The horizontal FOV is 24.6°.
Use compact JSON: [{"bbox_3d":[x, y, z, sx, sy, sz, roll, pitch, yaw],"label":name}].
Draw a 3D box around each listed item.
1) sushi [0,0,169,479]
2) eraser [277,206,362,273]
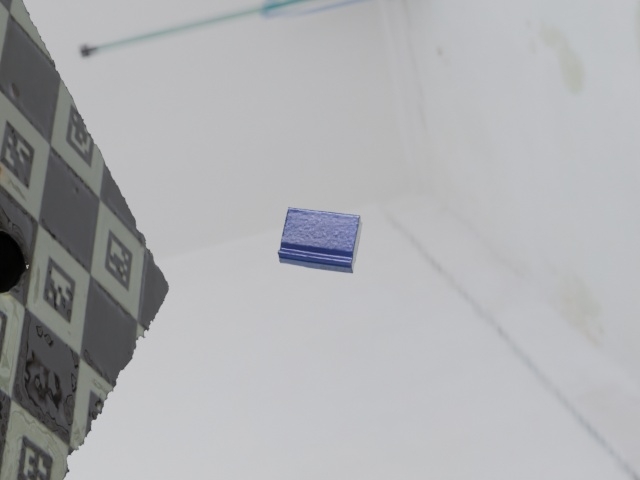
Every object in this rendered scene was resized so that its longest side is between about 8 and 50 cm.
[{"bbox_3d":[-0.183,-0.022,0.678,0.264,0.050,0.290,-70,141,-58],"label":"sushi"},{"bbox_3d":[0.000,0.000,1.624,0.027,0.085,0.063,69,30,-67],"label":"eraser"}]
